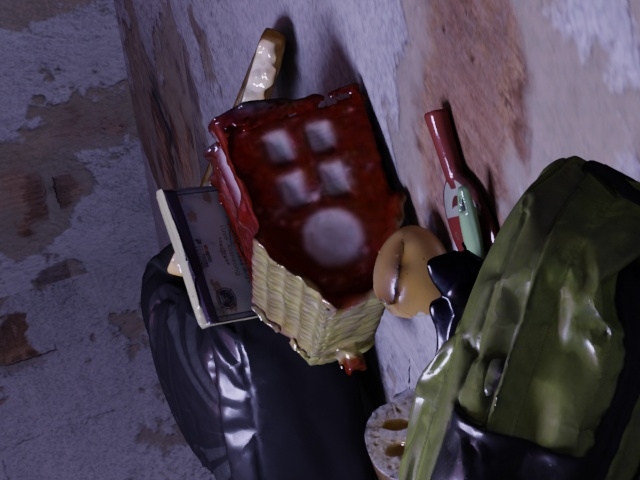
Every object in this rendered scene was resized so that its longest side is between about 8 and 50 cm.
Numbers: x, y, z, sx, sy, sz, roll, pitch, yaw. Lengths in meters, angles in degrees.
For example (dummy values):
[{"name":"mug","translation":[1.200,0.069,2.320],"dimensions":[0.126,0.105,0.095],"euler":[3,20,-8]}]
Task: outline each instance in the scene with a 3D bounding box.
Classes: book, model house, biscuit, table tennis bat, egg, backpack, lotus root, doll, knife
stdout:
[{"name":"book","translation":[-0.057,0.005,1.502],"dimensions":[0.026,0.231,0.157],"euler":[-34,70,47]},{"name":"model house","translation":[0.000,0.000,1.370],"dimensions":[0.196,0.160,0.254],"euler":[105,144,-69]},{"name":"biscuit","translation":[-0.103,-0.115,1.655],"dimensions":[0.204,0.040,0.309],"euler":[-86,19,-72]},{"name":"table tennis bat","translation":[0.117,-0.033,1.126],"dimensions":[0.098,0.019,0.154],"euler":[-177,68,-77]},{"name":"egg","translation":[0.083,0.027,1.232],"dimensions":[0.071,0.071,0.083],"euler":[-131,45,-63]},{"name":"backpack","translation":[0.132,0.083,0.741],"dimensions":[0.207,0.140,0.253],"euler":[-20,-54,-68]},{"name":"lotus root","translation":[0.103,0.200,1.267],"dimensions":[0.122,0.112,0.081],"euler":[-120,16,-46]},{"name":"doll","translation":[0.140,0.110,1.069],"dimensions":[0.127,0.088,0.248],"euler":[10,127,54]},{"name":"knife","translation":[0.134,0.041,1.114],"dimensions":[0.030,0.014,0.207],"euler":[47,158,52]},{"name":"backpack","translation":[-0.085,0.142,1.749],"dimensions":[0.446,0.255,0.363],"euler":[35,138,58]}]
